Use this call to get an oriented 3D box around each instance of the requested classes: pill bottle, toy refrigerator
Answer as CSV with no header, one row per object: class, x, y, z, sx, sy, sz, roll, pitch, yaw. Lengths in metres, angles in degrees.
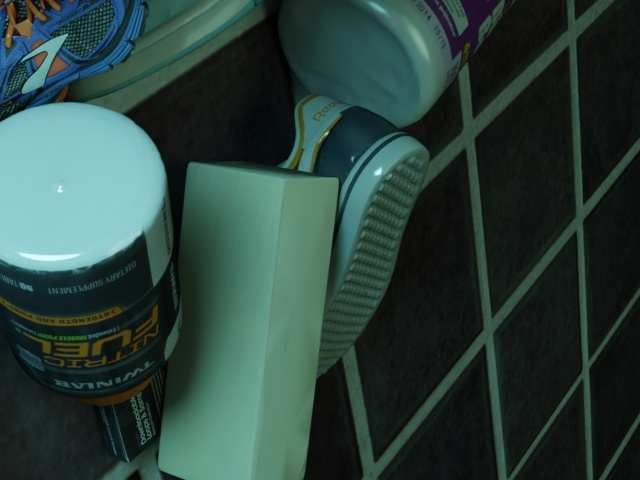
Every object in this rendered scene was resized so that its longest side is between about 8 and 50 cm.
pill bottle,0.105,-0.259,1.104,0.301,0.169,0.169,-52,140,-30
pill bottle,-0.163,0.027,0.806,0.130,0.130,0.245,-56,164,-29
toy refrigerator,-0.060,0.072,0.991,0.094,0.102,0.269,-6,104,-56

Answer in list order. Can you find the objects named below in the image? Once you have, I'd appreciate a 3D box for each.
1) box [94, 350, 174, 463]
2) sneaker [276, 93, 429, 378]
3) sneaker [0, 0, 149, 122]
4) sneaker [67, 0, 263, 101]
box,-0.135,0.099,1.007,0.162,0.029,0.116,-41,132,-44
sneaker,0.000,0.000,1.106,0.126,0.127,0.321,-29,149,-42
sneaker,-0.179,-0.132,0.717,0.087,0.221,0.083,1,59,-44
sneaker,-0.109,-0.263,0.855,0.319,0.127,0.208,-41,110,-16
